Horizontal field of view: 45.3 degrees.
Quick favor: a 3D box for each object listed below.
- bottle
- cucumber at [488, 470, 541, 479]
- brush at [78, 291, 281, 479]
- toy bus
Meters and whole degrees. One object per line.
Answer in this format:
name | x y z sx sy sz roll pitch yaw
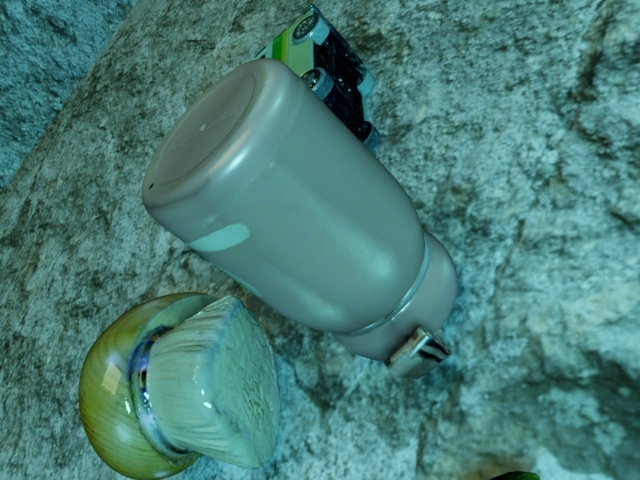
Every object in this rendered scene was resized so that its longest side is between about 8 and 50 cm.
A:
bottle | 0.000 0.000 0.696 0.173 0.297 0.206 -40 31 11
cucumber | 0.082 0.244 0.582 0.215 0.058 0.052 -39 2 10
brush | -0.134 0.132 0.849 0.166 0.174 0.266 -18 28 19
toy bus | -0.023 -0.169 1.024 0.165 0.134 0.276 -28 38 26
